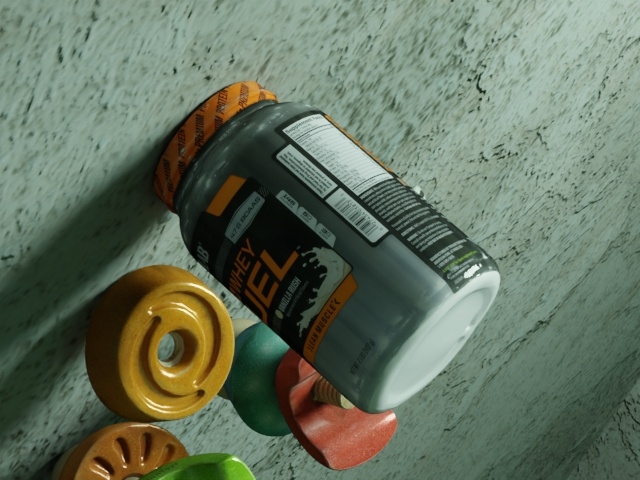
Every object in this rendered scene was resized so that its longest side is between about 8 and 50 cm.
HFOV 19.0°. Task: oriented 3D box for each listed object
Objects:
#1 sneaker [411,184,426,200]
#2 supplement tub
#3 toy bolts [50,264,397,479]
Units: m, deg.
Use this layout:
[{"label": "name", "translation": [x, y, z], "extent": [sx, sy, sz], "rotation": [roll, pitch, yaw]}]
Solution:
[{"label": "sneaker", "translation": [0.079, -0.013, 1.524], "extent": [0.032, 0.037, 0.083], "rotation": [-41, 160, -16]}, {"label": "supplement tub", "translation": [0.000, 0.000, 1.109], "extent": [0.117, 0.190, 0.117], "rotation": [-42, 161, -19]}, {"label": "toy bolts", "translation": [-0.088, 0.096, 1.288], "extent": [0.228, 0.158, 0.218], "rotation": [-24, 112, -32]}]
